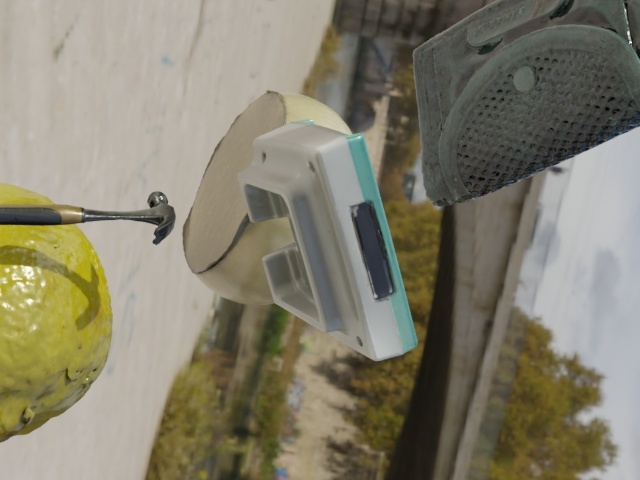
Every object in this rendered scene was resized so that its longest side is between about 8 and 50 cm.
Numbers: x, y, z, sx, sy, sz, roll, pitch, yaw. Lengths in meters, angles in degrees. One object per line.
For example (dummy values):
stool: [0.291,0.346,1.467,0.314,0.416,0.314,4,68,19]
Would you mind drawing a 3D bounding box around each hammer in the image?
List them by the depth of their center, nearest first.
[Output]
hammer: [-0.235,-0.022,0.994,0.078,0.200,0.021,-123,-140,-51]

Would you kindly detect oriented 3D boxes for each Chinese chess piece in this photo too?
Chinese chess piece: [-0.084,-0.067,1.613,0.338,0.140,0.338,-47,-152,35]

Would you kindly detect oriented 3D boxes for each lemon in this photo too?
lemon: [-0.361,0.067,1.110,0.322,0.268,0.268,57,-30,39]

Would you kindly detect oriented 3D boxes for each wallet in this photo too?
wallet: [0.091,-0.072,0.439,0.129,0.026,0.088,-24,-123,40]

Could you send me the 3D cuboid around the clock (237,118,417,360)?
clock: [0.000,0.000,1.243,0.231,0.116,0.262,-149,-140,-69]
